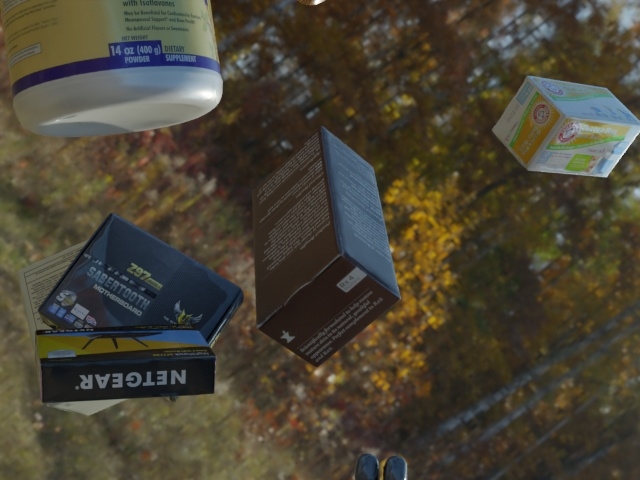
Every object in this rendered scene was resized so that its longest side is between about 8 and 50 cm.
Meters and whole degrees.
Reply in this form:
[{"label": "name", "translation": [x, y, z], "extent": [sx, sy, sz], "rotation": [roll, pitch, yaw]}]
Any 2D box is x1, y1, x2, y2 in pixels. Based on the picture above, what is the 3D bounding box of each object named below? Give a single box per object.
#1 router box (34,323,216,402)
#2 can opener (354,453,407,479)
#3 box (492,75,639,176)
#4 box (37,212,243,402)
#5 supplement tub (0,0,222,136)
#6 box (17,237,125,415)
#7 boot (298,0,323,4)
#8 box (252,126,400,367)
[{"label": "router box", "translation": [-0.211, 0.129, 1.163], "extent": [0.133, 0.179, 0.046], "rotation": [-147, -122, -70]}, {"label": "can opener", "translation": [0.085, 0.401, 1.480], "extent": [0.283, 0.076, 0.095], "rotation": [83, 14, -47]}, {"label": "box", "translation": [0.393, -0.179, 1.729], "extent": [0.203, 0.114, 0.103], "rotation": [0, 42, -38]}, {"label": "box", "translation": [-0.254, 0.093, 1.556], "extent": [0.233, 0.183, 0.059], "rotation": [31, -22, 8]}, {"label": "supplement tub", "translation": [-0.250, -0.300, 1.250], "extent": [0.241, 0.241, 0.331], "rotation": [159, -78, -85]}, {"label": "box", "translation": [-0.359, 0.136, 1.705], "extent": [0.127, 0.149, 0.232], "rotation": [43, 26, -66]}, {"label": "boot", "translation": [0.001, -0.415, 1.417], "extent": [0.109, 0.220, 0.283], "rotation": [23, 26, -3]}, {"label": "box", "translation": [0.000, 0.000, 1.774], "extent": [0.143, 0.191, 0.381], "rotation": [37, 26, -25]}]
